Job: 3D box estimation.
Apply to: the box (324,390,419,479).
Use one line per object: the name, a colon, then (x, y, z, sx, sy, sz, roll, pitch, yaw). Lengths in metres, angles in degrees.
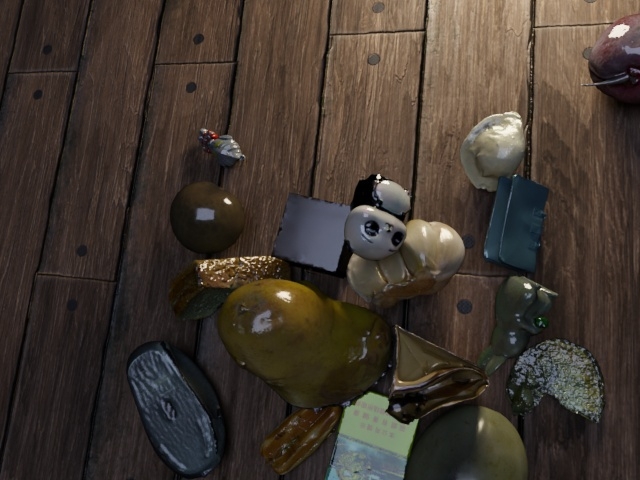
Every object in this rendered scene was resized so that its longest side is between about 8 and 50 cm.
box: (0.116, 0.543, 1.226, 0.186, 0.047, 0.336, 14, 79, 15)

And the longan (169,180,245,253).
longan: (-0.308, -0.060, 1.385, 0.212, 0.198, 0.198, 11, 81, 9)

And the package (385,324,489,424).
package: (0.233, 0.314, 1.115, 0.221, 0.311, 0.165, 25, 84, 15)

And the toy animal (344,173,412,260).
toy animal: (0.136, -0.040, 1.149, 0.165, 0.138, 0.179, 26, 61, -18)

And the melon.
melon: (0.314, 0.512, 1.088, 0.271, 0.271, 0.308, 37, 94, 17)

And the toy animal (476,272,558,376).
toy animal: (0.453, 0.210, 1.199, 0.125, 0.127, 0.252, 24, 97, -1)

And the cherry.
cherry: (0.759, -0.432, 1.207, 0.213, 0.183, 0.266, 35, 75, 3)

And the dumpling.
dumpling: (0.433, -0.228, 1.280, 0.154, 0.111, 0.181, 7, 75, 11)

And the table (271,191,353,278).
table: (0.000, 0.000, 1.293, 0.168, 0.193, 0.173, 14, 82, 15)

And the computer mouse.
computer mouse: (-0.375, 0.437, 1.337, 0.203, 0.114, 0.374, -29, 82, 3)

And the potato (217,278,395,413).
potato: (-0.041, 0.224, 1.179, 0.396, 0.296, 0.290, 9, 65, 18)

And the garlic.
garlic: (0.217, 0.051, 1.250, 0.281, 0.184, 0.203, -31, 52, 27)

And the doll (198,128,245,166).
doll: (-0.293, -0.272, 1.484, 0.180, 0.079, 0.094, 31, 115, 23)

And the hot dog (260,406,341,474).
hot dog: (-0.042, 0.480, 1.272, 0.269, 0.072, 0.109, -42, 75, 4)

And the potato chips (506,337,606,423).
potato chips: (0.547, 0.336, 1.188, 0.219, 0.029, 0.202, -14, 76, 7)

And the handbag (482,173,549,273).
handbag: (0.483, -0.039, 1.231, 0.144, 0.057, 0.221, 18, 81, -24)

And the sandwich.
sandwich: (-0.253, 0.124, 1.370, 0.254, 0.288, 0.100, -45, 57, 48)
